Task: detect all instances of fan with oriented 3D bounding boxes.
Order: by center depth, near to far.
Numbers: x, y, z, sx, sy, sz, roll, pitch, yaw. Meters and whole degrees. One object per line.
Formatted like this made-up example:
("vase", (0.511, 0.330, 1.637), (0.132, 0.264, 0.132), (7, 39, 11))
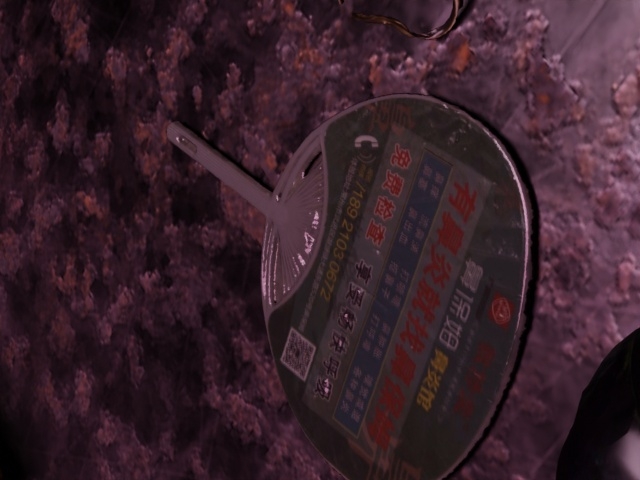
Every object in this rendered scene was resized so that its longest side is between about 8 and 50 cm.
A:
("fan", (0.009, 0.032, 0.862), (0.294, 0.012, 0.223), (-1, 93, 47))

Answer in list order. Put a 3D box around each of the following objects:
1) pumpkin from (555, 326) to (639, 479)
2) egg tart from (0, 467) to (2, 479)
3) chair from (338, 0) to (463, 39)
("pumpkin", (0.187, 0.124, 0.485), (0.295, 0.295, 0.296), (4, 96, 47))
("egg tart", (-0.341, 0.179, 1.124), (0.170, 0.215, 0.215), (32, 116, 24))
("chair", (-0.040, -0.260, 0.808), (0.325, 0.170, 0.160), (28, 116, -5))
